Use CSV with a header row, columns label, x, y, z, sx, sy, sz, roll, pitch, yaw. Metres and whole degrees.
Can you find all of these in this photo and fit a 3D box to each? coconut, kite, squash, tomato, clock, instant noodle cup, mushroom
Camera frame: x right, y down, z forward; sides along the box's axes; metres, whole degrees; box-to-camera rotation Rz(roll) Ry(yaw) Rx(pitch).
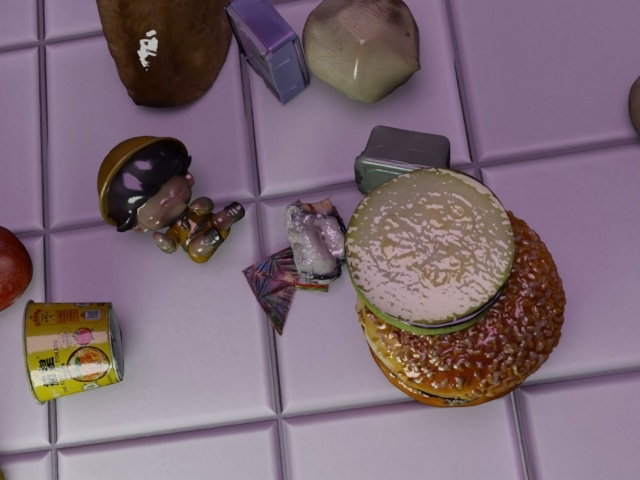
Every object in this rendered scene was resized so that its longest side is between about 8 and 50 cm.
label,x,y,z,sx,sy,sz,roll,pitch,yaw
coconut,0.085,-0.351,1.828,0.224,0.224,0.224,-2,72,7
kite,-0.063,0.073,1.810,0.159,0.010,0.190,15,76,11
squash,0.164,0.016,1.517,0.252,0.049,0.252,-2,70,4
tomato,-0.613,0.043,1.826,0.187,0.151,0.187,-3,67,8
clock,-0.093,-0.350,1.853,0.073,0.193,0.144,-36,71,-6
instant noodle cup,-0.416,0.181,1.747,0.144,0.182,0.182,-8,71,-4
mushroom,-0.291,-0.458,1.875,0.224,0.313,0.397,0,78,12

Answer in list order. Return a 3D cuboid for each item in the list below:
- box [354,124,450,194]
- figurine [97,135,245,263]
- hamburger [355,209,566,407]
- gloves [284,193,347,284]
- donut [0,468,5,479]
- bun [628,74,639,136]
label,x,y,z,sx,sy,sz,roll,pitch,yaw
box,0.152,-0.133,1.793,0.172,0.124,0.092,12,64,10
figurine,-0.277,-0.068,1.810,0.257,0.167,0.192,46,69,-4
hamburger,0.220,0.103,1.634,0.330,0.250,0.329,-2,73,8
gloves,-0.002,0.002,1.789,0.114,0.070,0.153,-7,72,-30
donut,-0.651,0.456,1.710,0.261,0.128,0.208,-44,72,-5
bun,0.630,-0.226,1.747,0.179,0.128,0.193,-17,73,1
